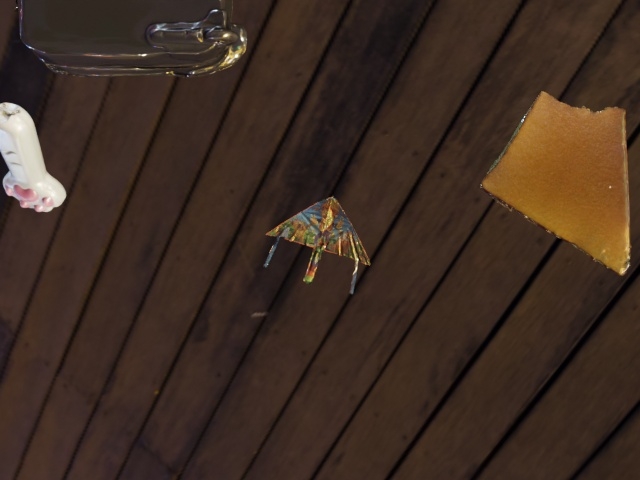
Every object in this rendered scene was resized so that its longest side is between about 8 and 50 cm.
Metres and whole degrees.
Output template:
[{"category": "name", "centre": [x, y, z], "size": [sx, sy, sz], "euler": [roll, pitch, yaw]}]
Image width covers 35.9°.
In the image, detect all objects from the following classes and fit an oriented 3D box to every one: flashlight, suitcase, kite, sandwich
[{"category": "flashlight", "centre": [-0.414, -0.110, 1.377], "size": [0.093, 0.047, 0.200], "euler": [16, 145, 11]}, {"category": "suitcase", "centre": [-0.276, -0.413, 1.421], "size": [0.340, 0.188, 0.345], "euler": [0, 89, -3]}, {"category": "kite", "centre": [0.000, 0.000, 1.652], "size": [0.183, 0.010, 0.160], "euler": [17, 105, 3]}, {"category": "sandwich", "centre": [0.348, -0.086, 1.303], "size": [0.220, 0.108, 0.186], "euler": [34, 98, 7]}]
